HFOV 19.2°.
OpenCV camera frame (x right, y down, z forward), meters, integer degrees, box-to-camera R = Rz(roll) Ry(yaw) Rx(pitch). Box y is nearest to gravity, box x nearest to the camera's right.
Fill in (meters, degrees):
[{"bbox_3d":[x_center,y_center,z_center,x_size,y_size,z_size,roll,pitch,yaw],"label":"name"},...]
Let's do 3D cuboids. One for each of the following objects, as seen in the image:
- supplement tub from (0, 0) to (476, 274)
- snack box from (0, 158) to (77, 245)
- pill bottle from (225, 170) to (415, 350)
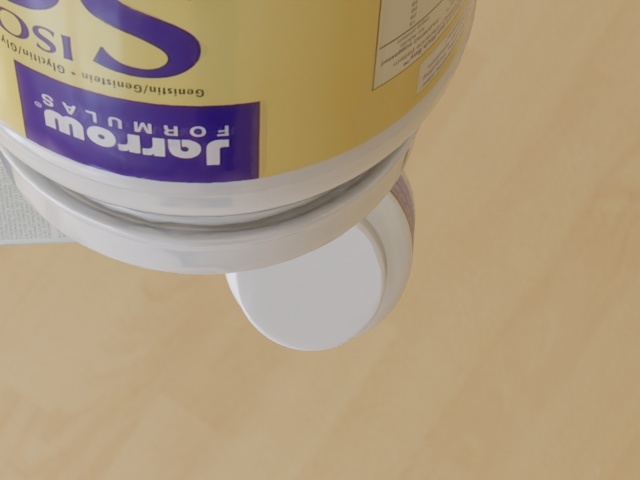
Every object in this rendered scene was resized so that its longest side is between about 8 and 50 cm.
[{"bbox_3d":[-0.048,-0.160,0.751,0.241,0.331,0.241,1,56,-1],"label":"supplement tub"},{"bbox_3d":[-0.177,-0.158,1.153,0.187,0.060,0.322,-2,104,11],"label":"snack box"},{"bbox_3d":[0.000,0.000,1.124,0.112,0.186,0.112,1,103,3],"label":"pill bottle"}]
